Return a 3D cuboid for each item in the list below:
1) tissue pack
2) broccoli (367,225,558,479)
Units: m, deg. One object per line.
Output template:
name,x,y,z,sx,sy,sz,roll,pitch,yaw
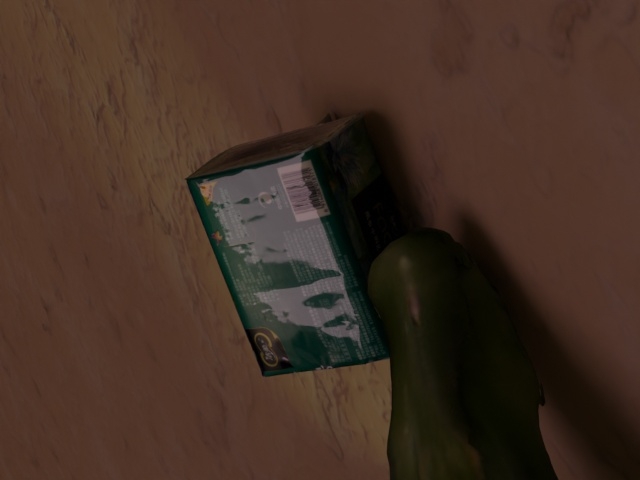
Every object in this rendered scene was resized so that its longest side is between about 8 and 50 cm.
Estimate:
tissue pack,0.000,-0.001,0.844,0.085,0.079,0.111,-11,107,35
broccoli,0.057,0.145,0.728,0.177,0.198,0.275,23,-157,-44
